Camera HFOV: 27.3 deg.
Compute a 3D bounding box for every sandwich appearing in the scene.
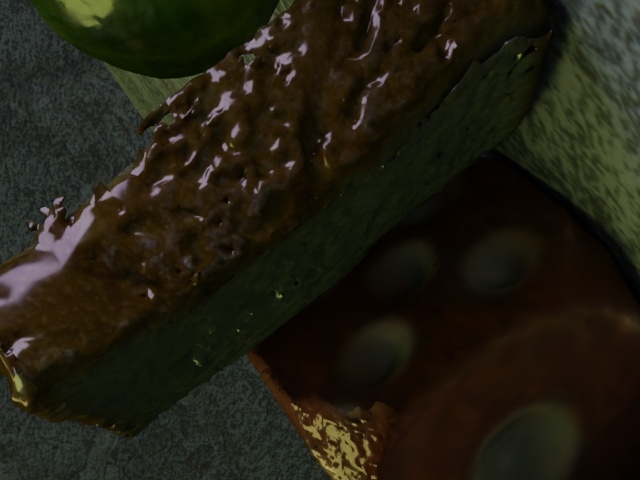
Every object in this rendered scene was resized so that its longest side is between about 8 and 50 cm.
[{"bbox_3d":[-0.021,-0.015,0.578,0.087,0.251,0.226,52,173,5],"label":"sandwich"}]

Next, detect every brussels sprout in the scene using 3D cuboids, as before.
[{"bbox_3d":[-0.106,-0.180,0.769,0.181,0.143,0.161,52,157,3],"label":"brussels sprout"}]

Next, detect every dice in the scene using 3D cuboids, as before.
[{"bbox_3d":[0.070,0.073,0.712,0.179,0.175,0.174,43,168,53],"label":"dice"}]
